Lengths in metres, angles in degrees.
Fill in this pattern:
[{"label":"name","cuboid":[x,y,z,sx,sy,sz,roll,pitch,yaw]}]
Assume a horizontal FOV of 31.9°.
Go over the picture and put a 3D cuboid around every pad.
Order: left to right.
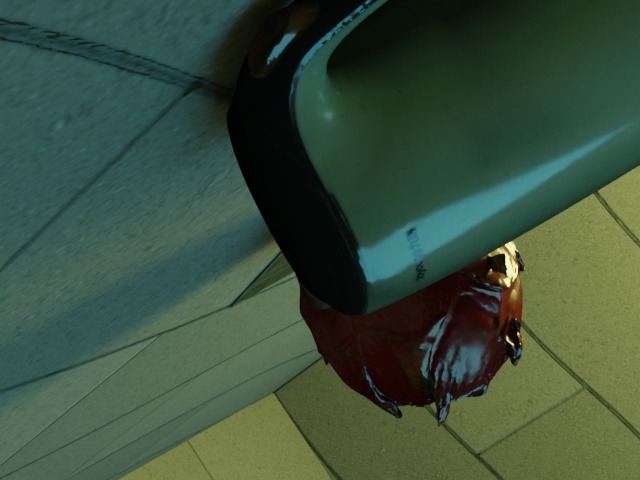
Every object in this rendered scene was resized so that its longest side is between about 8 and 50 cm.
[{"label":"pad","cuboid":[0.000,0.000,1.311,0.159,0.009,0.265,-30,171,-35]}]

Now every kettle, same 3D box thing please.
[{"label":"kettle","cuboid":[0.074,-0.092,0.641,0.255,0.165,0.240,-29,142,-11]}]

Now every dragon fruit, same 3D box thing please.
[{"label":"dragon fruit","cuboid":[0.092,0.044,1.115,0.241,0.252,0.241,4,-164,-1]}]
